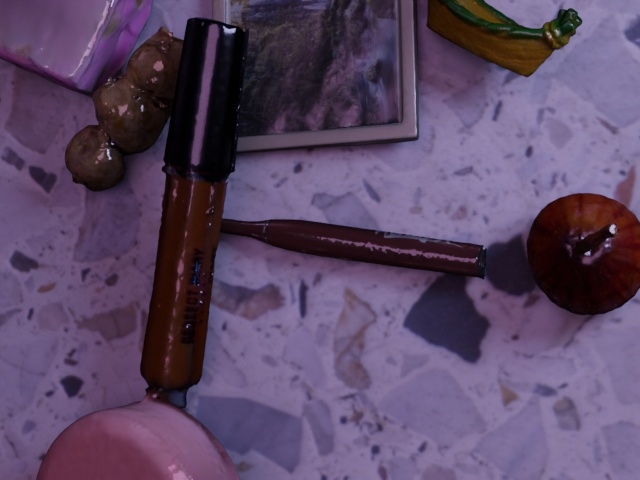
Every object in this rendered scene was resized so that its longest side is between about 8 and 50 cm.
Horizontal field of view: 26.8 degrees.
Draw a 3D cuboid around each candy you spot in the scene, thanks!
[{"bbox_3d":[-0.190,0.284,1.399,0.255,0.094,0.255,2,93,33],"label":"candy"},{"bbox_3d":[-0.332,-0.276,1.522,0.265,0.116,0.155,25,92,16],"label":"candy"}]

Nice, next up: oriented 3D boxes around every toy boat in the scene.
[{"bbox_3d":[0.173,-0.243,1.413,0.229,0.089,0.088,36,111,37],"label":"toy boat"}]

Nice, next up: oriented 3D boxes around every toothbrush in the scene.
[{"bbox_3d":[0.000,-0.001,1.453,0.364,0.041,0.040,8,85,15],"label":"toothbrush"}]

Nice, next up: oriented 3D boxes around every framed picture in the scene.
[{"bbox_3d":[-0.009,-0.260,1.487,0.241,0.020,0.324,-2,83,18],"label":"framed picture"}]

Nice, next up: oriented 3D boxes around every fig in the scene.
[{"bbox_3d":[0.276,0.019,1.350,0.128,0.150,0.128,-4,111,-11],"label":"fig"}]

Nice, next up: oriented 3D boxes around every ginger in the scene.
[{"bbox_3d":[-0.207,-0.138,1.488,0.204,0.104,0.080,-45,44,8],"label":"ginger"}]

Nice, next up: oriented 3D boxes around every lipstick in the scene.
[{"bbox_3d":[-0.137,-0.026,1.437,0.077,0.077,0.418,10,97,13],"label":"lipstick"}]
